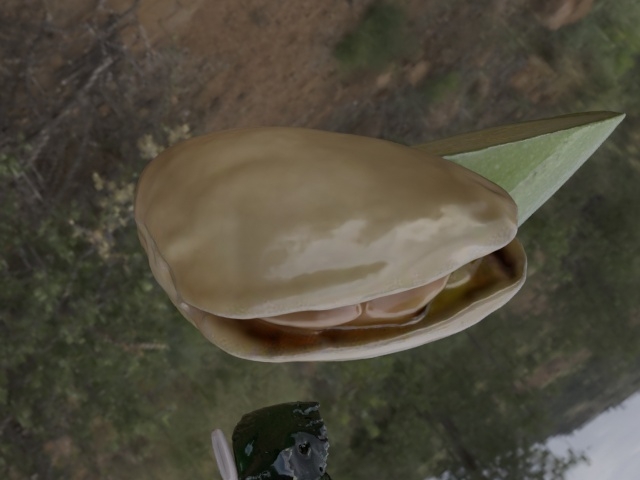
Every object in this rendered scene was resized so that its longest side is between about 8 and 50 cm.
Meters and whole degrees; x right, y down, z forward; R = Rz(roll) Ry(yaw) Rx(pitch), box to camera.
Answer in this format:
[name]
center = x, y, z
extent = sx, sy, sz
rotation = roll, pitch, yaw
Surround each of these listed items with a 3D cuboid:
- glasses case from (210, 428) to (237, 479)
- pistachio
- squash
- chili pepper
[glasses case]
center = -0.131, 0.297, 1.362
extent = 0.021, 0.083, 0.032
rotation = -21, 164, 4
[pistachio]
center = 0.000, 0.000, 0.785
extent = 0.193, 0.318, 0.214
rotation = 77, 22, -44
[squash]
center = 0.127, -0.084, 0.949
extent = 0.260, 0.189, 0.189
rotation = -47, 165, 8
[chili pepper]
center = -0.046, 0.367, 1.468
extent = 0.148, 0.264, 0.116
rotation = -4, 164, -12
